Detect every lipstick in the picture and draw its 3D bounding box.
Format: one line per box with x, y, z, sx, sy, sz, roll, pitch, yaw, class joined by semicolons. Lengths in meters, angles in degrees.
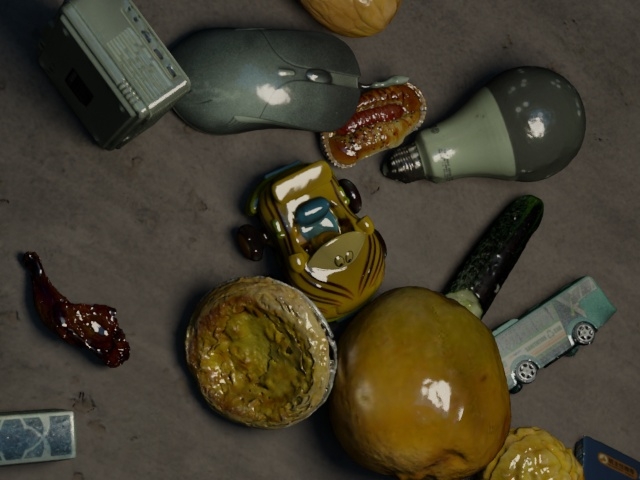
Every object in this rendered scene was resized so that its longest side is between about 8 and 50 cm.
-0.476;0.273;1.691;0.289;0.076;0.077;-2;83;-21;lipstick

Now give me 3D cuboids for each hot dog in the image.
0.082;-0.182;1.930;0.192;0.053;0.099;-27;95;-17;hot dog

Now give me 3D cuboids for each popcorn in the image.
0.315;0.375;1.900;0.180;0.180;0.170;-52;140;-16;popcorn

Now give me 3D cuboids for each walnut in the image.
0.033;-0.400;1.886;0.206;0.159;0.159;42;74;-11;walnut

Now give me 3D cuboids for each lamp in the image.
0.261;-0.162;1.918;0.314;0.182;0.182;-17;90;-19;lamp

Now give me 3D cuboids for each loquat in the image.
0.147;0.212;1.811;0.276;0.276;0.284;19;76;-16;loquat

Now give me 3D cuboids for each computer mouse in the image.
-0.047;-0.244;1.854;0.379;0.090;0.167;-2;86;-10;computer mouse

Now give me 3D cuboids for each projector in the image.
-0.293;-0.235;1.705;0.099;0.256;0.192;-37;97;-19;projector

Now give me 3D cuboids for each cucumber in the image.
0.276;0.023;1.965;0.074;0.074;0.241;38;72;-11;cucumber

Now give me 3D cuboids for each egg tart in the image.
-0.084;0.158;1.795;0.234;0.094;0.234;5;104;18;egg tart

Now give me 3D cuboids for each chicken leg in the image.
-0.351;0.103;1.764;0.205;0.053;0.093;41;51;-17;chicken leg

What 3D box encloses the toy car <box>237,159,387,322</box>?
0.000;0.000;1.837;0.200;0.142;0.248;-30;93;-18;toy car

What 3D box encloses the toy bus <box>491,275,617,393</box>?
0.344;0.159;1.967;0.261;0.091;0.109;-30;84;-20;toy bus

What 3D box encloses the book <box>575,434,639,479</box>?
0.504;0.532;1.892;0.300;0.039;0.428;28;44;-14;book
